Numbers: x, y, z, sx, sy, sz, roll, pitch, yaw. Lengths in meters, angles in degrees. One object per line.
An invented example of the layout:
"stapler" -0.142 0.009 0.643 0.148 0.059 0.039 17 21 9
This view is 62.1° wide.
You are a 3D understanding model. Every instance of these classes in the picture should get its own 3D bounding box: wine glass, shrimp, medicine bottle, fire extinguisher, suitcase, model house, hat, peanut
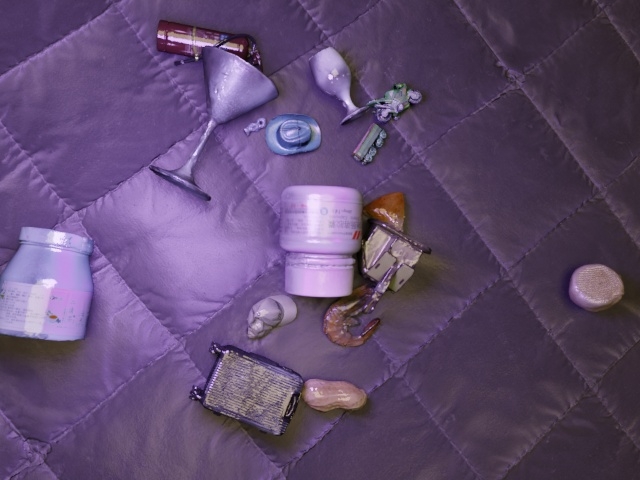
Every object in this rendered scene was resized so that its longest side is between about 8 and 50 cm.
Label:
"wine glass" 0.061 -0.512 1.765 0.126 0.126 0.241 -28 91 -12
"shrimp" 0.126 0.247 1.725 0.253 0.058 0.173 -26 96 -11
"medicine bottle" 0.000 0.000 1.625 0.255 0.256 0.325 2 90 -10
"fire extinguisher" -0.349 -0.615 1.718 0.341 0.105 0.142 8 119 -10
"suitcase" -0.215 0.441 1.596 0.312 0.128 0.202 24 80 -7
"model house" 0.184 0.091 1.698 0.204 0.218 0.279 30 92 -5
"medicine bottle" -0.759 0.122 1.479 0.244 0.245 0.290 8 81 -10
"hat" -0.152 0.238 1.664 0.166 0.081 0.123 -7 87 -21
"hat" -0.085 -0.353 1.741 0.190 0.078 0.138 -8 83 -11
"peanut" 0.041 0.486 1.659 0.214 0.090 0.099 5 70 -9
"wine glass" -0.331 -0.343 1.613 0.267 0.267 0.406 27 82 -6

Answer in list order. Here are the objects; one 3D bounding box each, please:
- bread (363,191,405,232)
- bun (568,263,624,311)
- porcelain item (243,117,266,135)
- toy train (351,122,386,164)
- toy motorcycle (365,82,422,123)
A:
"bread" 0.240 -0.112 1.784 0.154 0.054 0.136 33 68 4
"bun" 0.955 0.169 1.855 0.173 0.113 0.167 21 74 16
"porcelain item" -0.213 -0.374 1.745 0.083 0.028 0.036 -36 88 -14
"toy train" 0.168 -0.326 1.806 0.071 0.038 0.148 35 78 -5
"toy motorcycle" 0.255 -0.479 1.826 0.190 0.074 0.106 -33 81 -12
